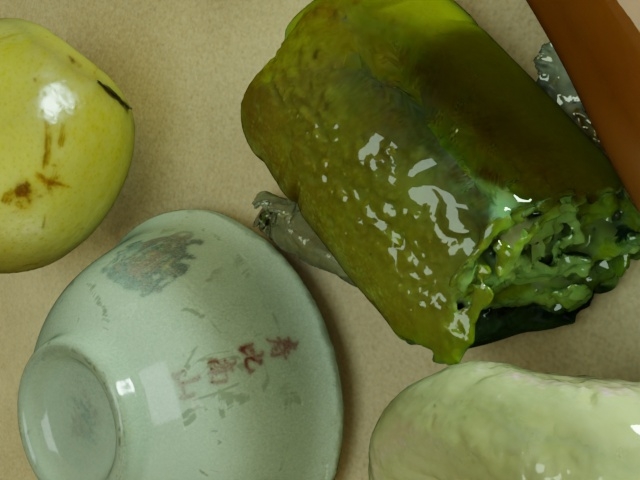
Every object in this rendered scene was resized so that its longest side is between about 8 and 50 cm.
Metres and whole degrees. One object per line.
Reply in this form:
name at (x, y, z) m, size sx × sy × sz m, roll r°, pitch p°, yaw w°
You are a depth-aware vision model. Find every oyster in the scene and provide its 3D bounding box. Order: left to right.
oyster at (0.248, -0.133, 0.817) m, size 0.146 × 0.045 × 0.122 m, roll 31°, pitch 149°, yaw 47°

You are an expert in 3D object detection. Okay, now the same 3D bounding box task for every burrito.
burrito at (-0.001, 0.000, 0.998) m, size 0.188 × 0.045 × 0.058 m, roll 26°, pitch 113°, yaw 28°

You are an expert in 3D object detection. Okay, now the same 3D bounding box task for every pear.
pear at (-0.378, -0.116, 1.102) m, size 0.309 × 0.309 × 0.309 m, roll 1°, pitch 92°, yaw 34°

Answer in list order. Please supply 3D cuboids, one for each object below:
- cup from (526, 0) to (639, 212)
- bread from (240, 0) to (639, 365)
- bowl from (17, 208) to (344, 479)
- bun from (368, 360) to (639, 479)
cup at (0.276, -0.170, 0.693) m, size 0.226 × 0.182 × 0.264 m, roll -33°, pitch 82°, yaw -1°
bread at (0.089, -0.071, 0.852) m, size 0.251 × 0.208 × 0.376 m, roll -46°, pitch 64°, yaw 21°
bowl at (-0.204, 0.184, 1.033) m, size 0.434 × 0.196 × 0.435 m, roll 5°, pitch 97°, yaw 38°
bun at (0.213, 0.232, 0.743) m, size 0.361 × 0.213 × 0.361 m, roll 34°, pitch 139°, yaw 35°
